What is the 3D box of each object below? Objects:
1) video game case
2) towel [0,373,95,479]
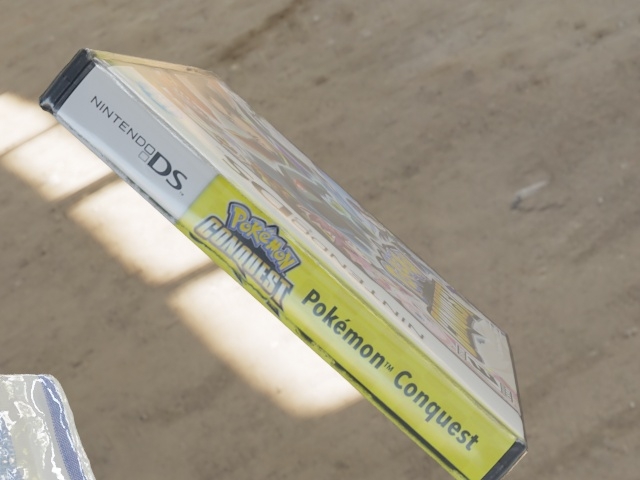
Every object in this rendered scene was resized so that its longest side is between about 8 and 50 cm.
[{"bbox_3d":[0.000,0.000,0.655,0.035,0.248,0.275,-49,-1,9],"label":"video game case"},{"bbox_3d":[-0.336,0.212,1.208,0.034,0.285,0.209,-43,59,30],"label":"towel"}]
